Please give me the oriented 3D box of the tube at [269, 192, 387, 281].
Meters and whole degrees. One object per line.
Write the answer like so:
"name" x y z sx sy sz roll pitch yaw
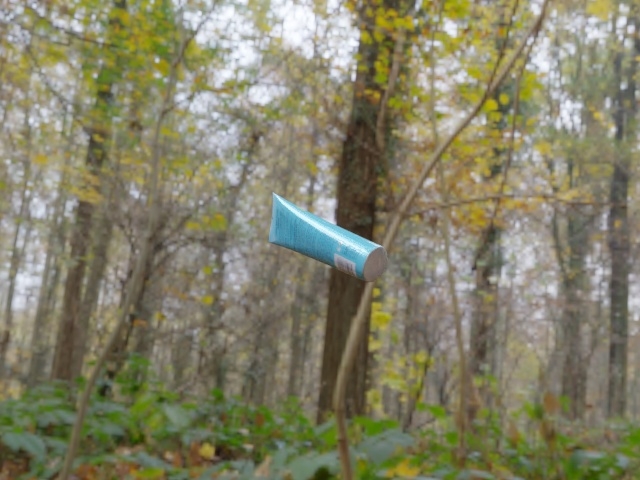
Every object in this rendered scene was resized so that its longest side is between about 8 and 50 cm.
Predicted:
"tube" 0.000 0.000 1.314 0.207 0.080 0.052 24 25 36
